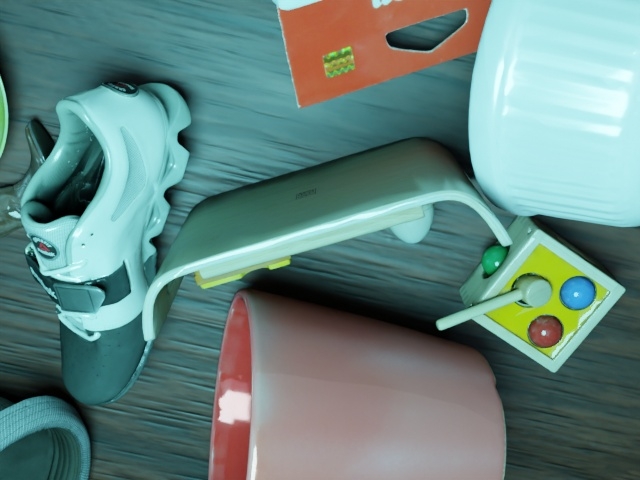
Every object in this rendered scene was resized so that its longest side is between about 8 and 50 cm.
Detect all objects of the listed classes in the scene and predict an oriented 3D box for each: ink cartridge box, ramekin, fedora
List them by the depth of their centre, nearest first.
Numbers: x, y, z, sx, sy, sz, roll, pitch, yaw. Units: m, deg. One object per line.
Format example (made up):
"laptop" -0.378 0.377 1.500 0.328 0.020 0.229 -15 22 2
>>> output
"ramekin" 0.242 -0.135 0.672 0.127 0.273 0.273 21 112 33
"ink cartridge box" 0.088 -0.241 0.689 0.275 0.060 0.239 -19 126 -7
"fedora" -0.365 0.272 0.874 0.124 0.243 0.275 24 109 24

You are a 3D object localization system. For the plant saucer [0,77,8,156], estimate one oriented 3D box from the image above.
"plant saucer" -0.416 -0.140 0.798 0.241 0.037 0.241 -1 117 -1

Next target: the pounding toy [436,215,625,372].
"pounding toy" 0.202 0.054 0.831 0.141 0.100 0.130 33 105 -9

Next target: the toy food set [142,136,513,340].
"toy food set" 0.000 0.000 0.755 0.306 0.220 0.092 -17 107 6

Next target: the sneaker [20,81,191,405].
"sneaker" -0.228 0.011 0.787 0.122 0.146 0.331 19 106 27

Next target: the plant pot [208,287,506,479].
"plant pot" 0.028 0.190 0.807 0.243 0.275 0.275 7 108 -13

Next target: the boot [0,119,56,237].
"boot" -0.316 -0.057 0.841 0.114 0.037 0.106 -14 105 10
